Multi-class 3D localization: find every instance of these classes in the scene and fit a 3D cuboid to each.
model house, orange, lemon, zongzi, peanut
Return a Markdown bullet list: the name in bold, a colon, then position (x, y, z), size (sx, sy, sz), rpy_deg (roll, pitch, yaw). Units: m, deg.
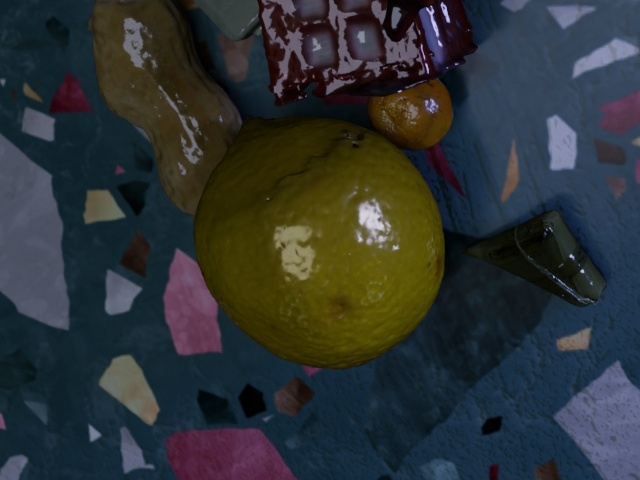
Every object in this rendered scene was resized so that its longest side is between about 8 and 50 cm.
- **model house**: position (0.025, -0.263, 1.437), size (0.160, 0.196, 0.254), rpy_deg (-11, 103, 23)
- **orange**: position (0.086, -0.126, 1.529), size (0.083, 0.070, 0.083), rpy_deg (12, 115, 27)
- **lemon**: position (0.006, 0.006, 1.513), size (0.228, 0.228, 0.253), rpy_deg (-29, 120, 24)
- **zongzi**: position (0.208, 0.032, 1.556), size (0.113, 0.052, 0.104), rpy_deg (-26, 104, 37)
- **peanut**: position (-0.146, -0.137, 1.588), size (0.117, 0.101, 0.263), rpy_deg (-22, 103, 44)

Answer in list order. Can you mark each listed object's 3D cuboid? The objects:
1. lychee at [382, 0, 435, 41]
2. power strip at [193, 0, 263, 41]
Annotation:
- **lychee**: position (0.122, -0.389, 1.177), size (0.425, 0.424, 0.500), rpy_deg (21, 113, 11)
- **power strip**: position (-0.107, -0.287, 1.550), size (0.288, 0.053, 0.093), rpy_deg (47, 114, 0)
